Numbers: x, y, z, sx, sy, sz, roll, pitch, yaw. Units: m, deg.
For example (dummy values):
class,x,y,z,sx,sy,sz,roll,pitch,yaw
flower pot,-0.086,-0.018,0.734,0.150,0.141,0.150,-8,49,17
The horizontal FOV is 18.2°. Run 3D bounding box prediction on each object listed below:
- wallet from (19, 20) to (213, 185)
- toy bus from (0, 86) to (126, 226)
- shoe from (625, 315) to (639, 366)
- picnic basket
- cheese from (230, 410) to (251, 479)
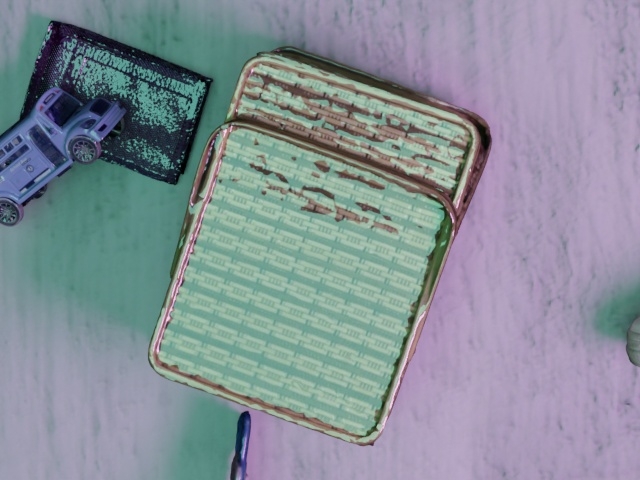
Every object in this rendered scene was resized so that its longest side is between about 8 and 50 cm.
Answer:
class,x,y,z,sx,sy,sz,roll,pitch,yaw
wallet,-0.193,-0.128,1.870,0.166,0.030,0.111,21,102,6
toy bus,-0.258,-0.084,1.843,0.167,0.073,0.076,-36,102,28
shoe,0.402,-0.001,1.751,0.316,0.124,0.159,-20,96,6
picnic basket,0.000,0.000,1.760,0.228,0.175,0.313,20,91,5
cheese,-0.084,0.302,1.850,0.074,0.189,0.286,6,81,-6
